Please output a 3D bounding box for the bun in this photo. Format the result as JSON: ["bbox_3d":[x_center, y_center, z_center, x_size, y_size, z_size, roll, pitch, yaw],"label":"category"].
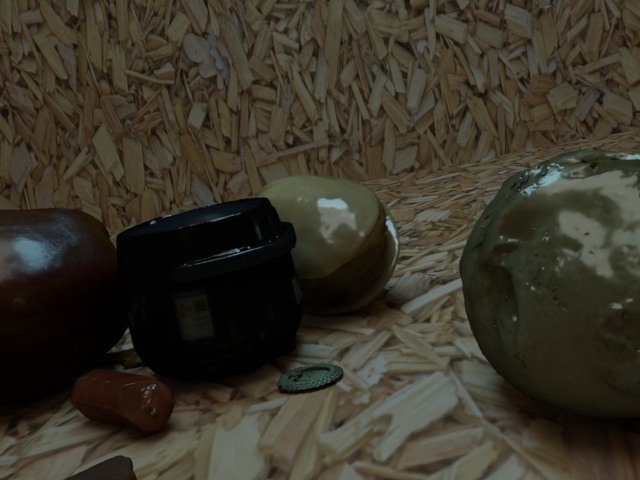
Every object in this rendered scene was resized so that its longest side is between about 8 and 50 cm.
[{"bbox_3d":[0.308,0.025,0.678,0.326,0.235,0.362,-11,7,-16],"label":"bun"}]

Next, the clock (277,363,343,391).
[{"bbox_3d":[-0.012,0.168,0.867,0.083,0.010,0.074,-10,10,7],"label":"clock"}]

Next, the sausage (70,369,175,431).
[{"bbox_3d":[-0.231,0.191,0.841,0.169,0.065,0.065,-3,14,42],"label":"sausage"}]

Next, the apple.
[{"bbox_3d":[-0.447,0.091,1.044,0.288,0.288,0.317,-3,12,40],"label":"apple"}]

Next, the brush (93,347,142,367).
[{"bbox_3d":[-0.350,0.189,1.130,0.272,0.013,0.103,-10,10,13],"label":"brush"}]

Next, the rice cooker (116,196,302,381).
[{"bbox_3d":[-0.147,0.065,0.986,0.267,0.225,0.267,-12,9,2],"label":"rice cooker"}]

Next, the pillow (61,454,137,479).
[{"bbox_3d":[-0.216,0.244,0.484,0.236,0.084,0.223,-20,15,-27],"label":"pillow"}]

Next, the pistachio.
[{"bbox_3d":[0.000,0.000,1.182,0.238,0.229,0.321,-50,33,-3],"label":"pistachio"}]
